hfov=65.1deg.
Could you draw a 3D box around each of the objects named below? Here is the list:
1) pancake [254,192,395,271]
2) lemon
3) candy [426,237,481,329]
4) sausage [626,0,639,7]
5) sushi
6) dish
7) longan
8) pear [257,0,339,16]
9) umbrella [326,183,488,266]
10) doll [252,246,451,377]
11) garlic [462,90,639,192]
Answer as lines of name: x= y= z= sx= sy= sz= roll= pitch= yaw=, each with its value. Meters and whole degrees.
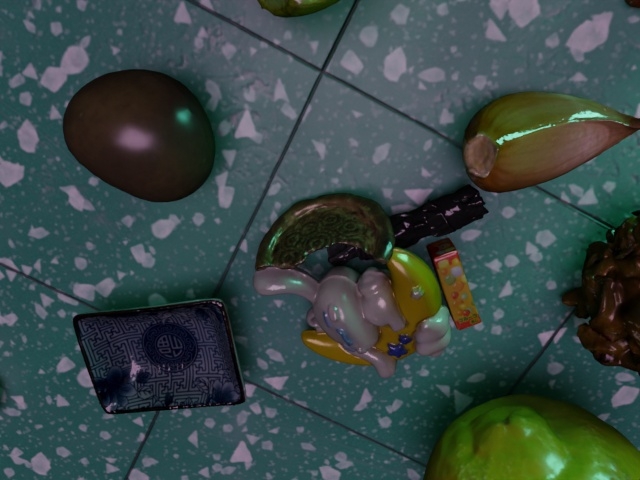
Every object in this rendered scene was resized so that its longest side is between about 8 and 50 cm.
pancake: x=0.000 y=0.000 z=0.676 sx=0.190 sy=0.184 sz=0.020 roll=-33 pitch=136 yaw=-5
lemon: x=0.308 y=0.392 z=0.699 sx=0.347 sy=0.348 sz=0.348 roll=1 pitch=109 yaw=4
candy: x=0.195 y=0.064 z=0.734 sx=0.038 sy=0.062 sz=0.122 roll=-20 pitch=105 yaw=9
sausage: x=0.450 y=-0.328 z=0.573 sx=0.179 sy=0.089 sz=0.089 roll=-20 pitch=106 yaw=20
sushi: x=0.445 y=0.063 z=0.647 sx=0.203 sy=0.200 sz=0.213 roll=-11 pitch=130 yaw=8
dish: x=-0.241 y=0.171 z=0.793 sx=0.243 sy=0.080 sz=0.182 roll=-7 pitch=108 yaw=8
longan: x=-0.226 y=-0.134 z=0.647 sx=0.189 sy=0.189 sz=0.189 roll=1 pitch=109 yaw=4
pear: x=0.003 y=-0.441 z=0.496 sx=0.318 sy=0.238 sz=0.342 roll=-30 pitch=114 yaw=-2
umbrella: x=0.119 y=-0.013 z=0.718 sx=0.235 sy=0.059 sz=0.066 roll=-23 pitch=148 yaw=15
doll: x=0.059 y=0.105 z=0.721 sx=0.237 sy=0.111 sz=0.252 roll=-16 pitch=127 yaw=27
garlic: x=0.273 y=-0.135 z=0.640 sx=0.206 sy=0.128 sz=0.115 roll=-14 pitch=66 yaw=2
